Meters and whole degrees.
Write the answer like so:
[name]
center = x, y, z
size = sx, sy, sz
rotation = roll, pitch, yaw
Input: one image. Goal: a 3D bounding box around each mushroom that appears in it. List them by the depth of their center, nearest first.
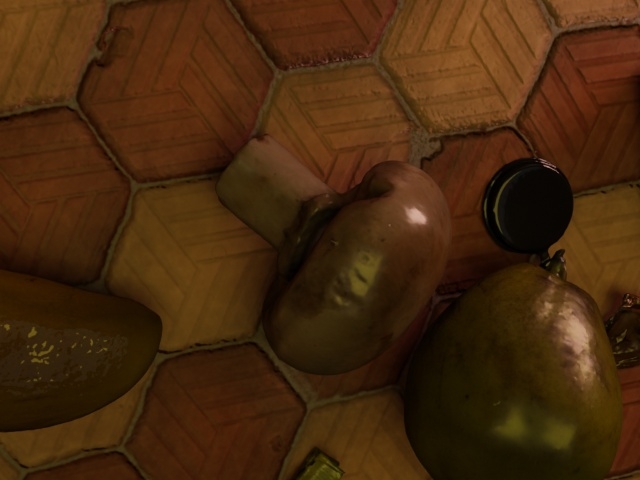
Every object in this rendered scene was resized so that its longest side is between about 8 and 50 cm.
[mushroom]
center = 0.000, 0.000, 1.239
size = 0.290, 0.292, 0.292
rotation = 39, 90, -3

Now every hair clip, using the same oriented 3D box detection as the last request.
[hair clip]
center = -0.042, 0.365, 1.414
size = 0.072, 0.046, 0.173
rotation = 37, 90, -10

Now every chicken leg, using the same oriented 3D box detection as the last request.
[chicken leg]
center = 0.421, 0.145, 1.473
size = 0.207, 0.085, 0.101
rotation = -23, 142, -2

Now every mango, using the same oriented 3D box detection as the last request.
[mango]
center = -0.366, 0.136, 1.222
size = 0.331, 0.142, 0.195
rotation = 14, 103, -21

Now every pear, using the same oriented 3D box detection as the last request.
[pear]
center = 0.261, 0.185, 1.347
size = 0.287, 0.287, 0.375
rotation = 23, 79, -19

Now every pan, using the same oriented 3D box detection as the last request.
[pan]
center = 0.309, -0.003, 1.435
size = 0.136, 0.028, 0.235
rotation = -25, 108, -8
